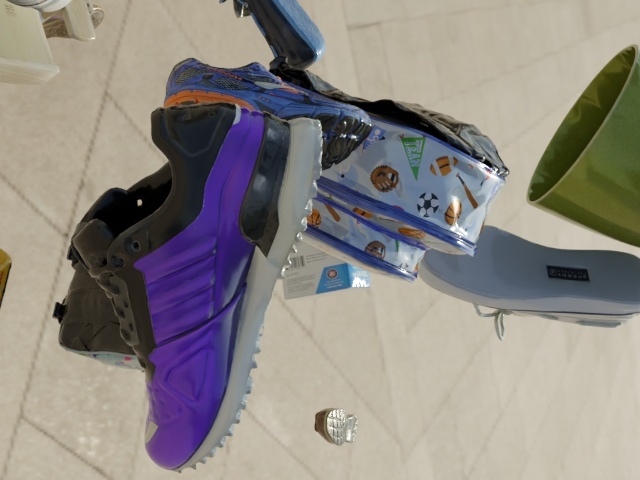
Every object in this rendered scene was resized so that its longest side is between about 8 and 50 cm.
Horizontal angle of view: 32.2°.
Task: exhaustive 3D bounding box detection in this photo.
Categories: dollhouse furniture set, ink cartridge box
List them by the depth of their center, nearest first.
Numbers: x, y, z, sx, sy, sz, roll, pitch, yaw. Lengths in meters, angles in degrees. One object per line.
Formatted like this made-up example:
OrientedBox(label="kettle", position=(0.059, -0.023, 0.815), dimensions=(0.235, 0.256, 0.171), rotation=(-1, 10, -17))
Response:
OrientedBox(label="dollhouse furniture set", position=(-0.564, -0.298, 1.817), dimensions=(0.286, 0.303, 0.198), rotation=(0, 68, -55))
OrientedBox(label="ink cartridge box", position=(0.000, 0.000, 2.056), dimensions=(0.086, 0.148, 0.203), rotation=(4, 77, -57))

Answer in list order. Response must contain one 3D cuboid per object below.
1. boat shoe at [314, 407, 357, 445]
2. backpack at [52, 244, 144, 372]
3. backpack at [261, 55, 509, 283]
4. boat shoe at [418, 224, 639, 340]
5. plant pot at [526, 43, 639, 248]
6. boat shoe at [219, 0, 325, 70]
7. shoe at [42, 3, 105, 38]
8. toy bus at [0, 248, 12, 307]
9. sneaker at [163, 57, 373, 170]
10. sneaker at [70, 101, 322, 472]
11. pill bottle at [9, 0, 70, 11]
OrientedBox(label="boat shoe", position=(0.017, 0.327, 1.950), dimensions=(0.178, 0.060, 0.064), rotation=(39, 57, -70))
OrientedBox(label="backpack", position=(-0.244, 0.087, 1.633), dimensions=(0.191, 0.254, 0.225), rotation=(26, 70, -41))
OrientedBox(label="backpack", position=(0.066, -0.070, 1.259), dimensions=(0.276, 0.263, 0.213), rotation=(11, 94, -51))
OrientedBox(label="boat shoe", position=(0.309, 0.075, 1.681), dimensions=(0.156, 0.367, 0.135), rotation=(107, -14, -54))
OrientedBox(label="plant pot", position=(0.500, -0.093, 1.617), dimensions=(0.294, 0.274, 0.275), rotation=(32, 34, -3))
OrientedBox(label="boat shoe", position=(-0.101, -0.363, 1.677), dimensions=(0.258, 0.089, 0.109), rotation=(57, 29, 5))
OrientedBox(label="shoe", position=(-0.520, -0.431, 2.165), dimensions=(0.219, 0.076, 0.058), rotation=(-26, 67, -41))
OrientedBox(label="toy bus", position=(-0.575, 0.013, 1.459), dimensions=(0.130, 0.333, 0.108), rotation=(-53, 166, -64))
OrientedBox(label="sneaker", position=(-0.047, -0.129, 1.055), dimensions=(0.221, 0.083, 0.087), rotation=(9, 50, -31))
OrientedBox(label="sneaker", position=(-0.108, 0.029, 0.786), dimensions=(0.102, 0.146, 0.293), rotation=(-107, -147, -61))
OrientedBox(label="pill bottle", position=(-0.430, -0.402, 1.577), dimensions=(0.221, 0.121, 0.121), rotation=(12, 70, -80))
